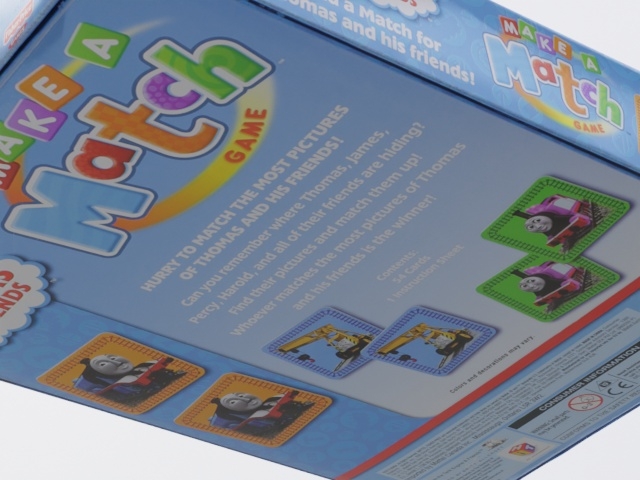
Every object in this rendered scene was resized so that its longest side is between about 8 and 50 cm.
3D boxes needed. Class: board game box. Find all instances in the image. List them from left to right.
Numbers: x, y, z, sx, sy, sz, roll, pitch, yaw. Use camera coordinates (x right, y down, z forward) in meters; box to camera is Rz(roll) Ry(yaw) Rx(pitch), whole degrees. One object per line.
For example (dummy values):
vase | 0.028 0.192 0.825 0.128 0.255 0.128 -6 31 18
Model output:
board game box | 0.000 0.000 0.458 0.211 0.039 0.160 20 -41 -30
